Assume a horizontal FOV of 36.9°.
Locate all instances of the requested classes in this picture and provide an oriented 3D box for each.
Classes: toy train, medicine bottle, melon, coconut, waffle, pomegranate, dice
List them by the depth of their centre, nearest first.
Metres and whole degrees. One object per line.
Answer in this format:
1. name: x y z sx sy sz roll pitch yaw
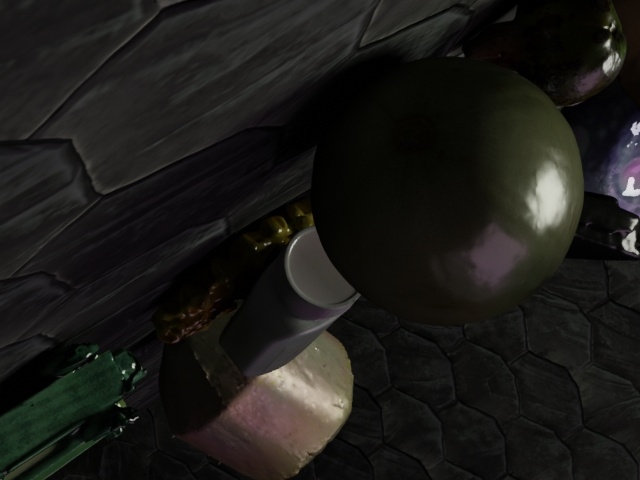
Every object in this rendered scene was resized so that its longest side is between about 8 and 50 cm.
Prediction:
1. melon: 0.116 -0.044 0.899 0.271 0.272 0.308 -39 164 33
2. pomegranate: 0.237 -0.208 1.002 0.163 0.138 0.125 -4 -179 -9
3. toy train: -0.337 0.222 1.069 0.300 0.120 0.202 -34 178 -36
4. medicine bottle: -0.034 0.081 1.240 0.161 0.111 0.296 -35 174 -24
5. waffle: -0.100 0.035 1.315 0.283 0.065 0.309 -41 171 30
6. coconut: -0.129 0.229 1.633 0.297 0.309 0.297 -40 -154 23
7. dice: 0.511 -0.191 1.639 0.271 0.270 0.270 -63 -146 12

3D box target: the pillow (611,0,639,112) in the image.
1. pillow: 0.555 -0.283 1.419 0.305 0.308 0.108 -35 179 -19

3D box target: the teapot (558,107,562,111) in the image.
1. teapot: 0.335 -0.207 1.517 0.251 0.183 0.183 -48 173 13

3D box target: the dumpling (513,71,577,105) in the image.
1. dumpling: 0.329 -0.236 1.380 0.134 0.100 0.169 -23 168 23

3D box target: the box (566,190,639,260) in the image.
1. box: 0.247 -0.050 1.377 0.350 0.359 0.091 177 -71 -83
